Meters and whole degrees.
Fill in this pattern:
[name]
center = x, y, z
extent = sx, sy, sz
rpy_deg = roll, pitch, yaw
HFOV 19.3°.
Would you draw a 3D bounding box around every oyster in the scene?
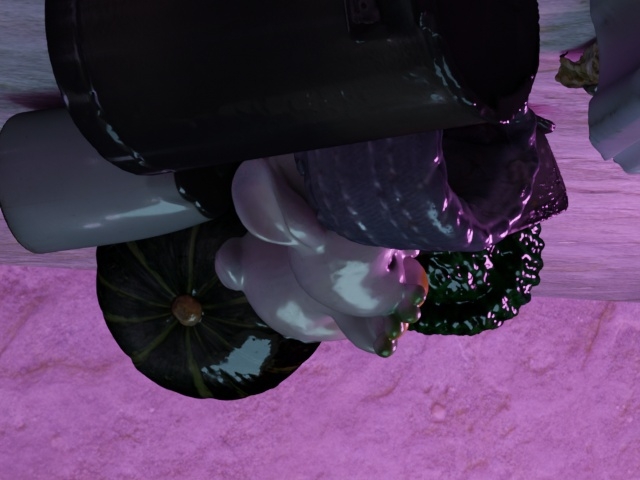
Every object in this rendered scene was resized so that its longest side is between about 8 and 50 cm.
[oyster]
center = 0.290, -0.164, 1.836
extent = 0.106, 0.061, 0.200
rpy_deg = 0, 172, 1

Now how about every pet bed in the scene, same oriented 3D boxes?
[pet bed]
center = 0.157, -0.078, 2.189
extent = 0.183, 0.159, 0.211
rpy_deg = -20, -174, -31

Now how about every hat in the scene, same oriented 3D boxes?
[hat]
center = 0.132, 0.005, 2.424
extent = 0.274, 0.242, 0.332
rpy_deg = -14, 166, 17

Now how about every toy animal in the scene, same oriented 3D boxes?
[toy animal]
center = 0.007, 0.000, 2.069
extent = 0.247, 0.183, 0.310
rpy_deg = 27, 163, -3

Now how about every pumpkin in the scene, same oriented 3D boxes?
[pumpkin]
center = -0.134, 0.047, 2.418
extent = 0.323, 0.323, 0.241
rpy_deg = -2, -155, 11

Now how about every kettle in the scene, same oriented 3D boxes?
[kettle]
center = -0.208, -0.089, 2.090
extent = 0.236, 0.161, 0.221
rpy_deg = -8, -163, 22

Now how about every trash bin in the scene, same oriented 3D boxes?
[trash bin]
center = -0.013, -0.163, 1.314
extent = 0.301, 0.203, 0.252
rpy_deg = -7, -172, 31

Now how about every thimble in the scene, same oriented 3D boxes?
[thimble]
center = 0.096, -0.094, 1.868
extent = 0.172, 0.205, 0.236
rpy_deg = 0, -156, 36

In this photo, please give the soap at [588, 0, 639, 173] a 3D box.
[soap]
center = 0.359, -0.162, 1.506
extent = 0.261, 0.156, 0.446
rpy_deg = 1, 173, -9
